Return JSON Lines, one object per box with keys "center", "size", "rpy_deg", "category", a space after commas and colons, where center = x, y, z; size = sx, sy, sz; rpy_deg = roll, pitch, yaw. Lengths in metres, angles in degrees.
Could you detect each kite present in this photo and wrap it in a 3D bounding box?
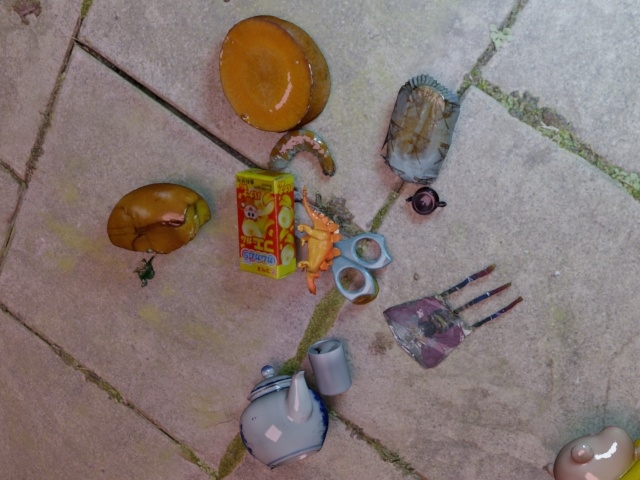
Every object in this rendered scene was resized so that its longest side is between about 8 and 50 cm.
{"center": [0.334, 0.190, 1.836], "size": [0.360, 0.022, 0.204], "rpy_deg": [-38, 91, 29], "category": "kite"}

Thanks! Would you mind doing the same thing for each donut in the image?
{"center": [0.115, 0.141, 1.899], "size": [0.083, 0.038, 0.067], "rpy_deg": [-15, 105, 24], "category": "donut"}

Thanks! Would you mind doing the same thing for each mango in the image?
{"center": [-0.466, -0.054, 2.003], "size": [0.350, 0.201, 0.198], "rpy_deg": [-6, 69, 32], "category": "mango"}

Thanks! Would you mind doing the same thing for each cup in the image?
{"center": [0.023, 0.347, 1.990], "size": [0.099, 0.136, 0.133], "rpy_deg": [-17, 104, -8], "category": "cup"}

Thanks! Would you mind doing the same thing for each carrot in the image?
{"center": [-0.122, -0.417, 1.770], "size": [0.258, 0.100, 0.307], "rpy_deg": [-39, 89, 25], "category": "carrot"}

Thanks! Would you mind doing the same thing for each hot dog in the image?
{"center": [0.240, -0.257, 1.687], "size": [0.163, 0.082, 0.270], "rpy_deg": [28, 124, 21], "category": "hot dog"}

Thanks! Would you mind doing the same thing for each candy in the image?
{"center": [-0.145, -0.046, 1.890], "size": [0.146, 0.088, 0.275], "rpy_deg": [13, 112, 32], "category": "candy"}

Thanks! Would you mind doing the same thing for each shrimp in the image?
{"center": [-0.045, -0.205, 1.845], "size": [0.166, 0.049, 0.161], "rpy_deg": [44, 116, -4], "category": "shrimp"}

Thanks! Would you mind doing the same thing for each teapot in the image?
{"center": [0.261, -0.095, 1.752], "size": [0.100, 0.045, 0.067], "rpy_deg": [10, 113, 20], "category": "teapot"}
{"center": [-0.114, 0.486, 2.011], "size": [0.424, 0.253, 0.279], "rpy_deg": [-52, 53, 52], "category": "teapot"}

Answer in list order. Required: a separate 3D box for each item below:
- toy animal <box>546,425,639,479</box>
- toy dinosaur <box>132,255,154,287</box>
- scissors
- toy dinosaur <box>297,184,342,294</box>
{"center": [0.690, 0.568, 1.727], "size": [0.247, 0.277, 0.345], "rpy_deg": [28, 150, 30], "category": "toy animal"}
{"center": [-0.527, 0.089, 2.158], "size": [0.060, 0.029, 0.119], "rpy_deg": [37, 113, -11], "category": "toy dinosaur"}
{"center": [0.012, 0.015, 1.894], "size": [0.360, 0.029, 0.191], "rpy_deg": [29, 100, 19], "category": "scissors"}
{"center": [0.000, 0.000, 1.848], "size": [0.117, 0.070, 0.288], "rpy_deg": [2, 93, 10], "category": "toy dinosaur"}
